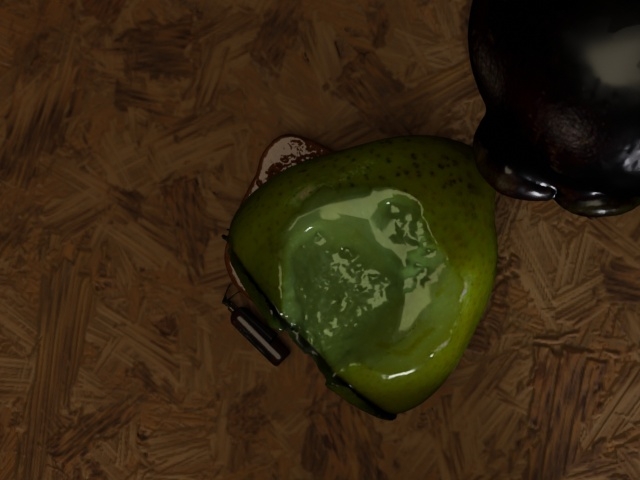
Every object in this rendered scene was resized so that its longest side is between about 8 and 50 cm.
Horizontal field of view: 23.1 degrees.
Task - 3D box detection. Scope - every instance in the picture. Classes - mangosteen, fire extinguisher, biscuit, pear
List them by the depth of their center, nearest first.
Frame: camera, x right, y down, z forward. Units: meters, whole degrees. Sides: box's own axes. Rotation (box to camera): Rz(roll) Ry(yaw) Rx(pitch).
[{"bbox_3d":[0.260,-0.165,1.435,0.313,0.297,0.297,-33,91,28],"label":"mangosteen"},{"bbox_3d":[0.074,0.017,1.557,0.293,0.159,0.292,0,97,-3],"label":"pear"},{"bbox_3d":[0.000,0.000,1.657,0.186,0.036,0.192,24,104,6],"label":"biscuit"},{"bbox_3d":[-0.073,0.092,1.688,0.100,0.046,0.032,45,94,2],"label":"fire extinguisher"}]
